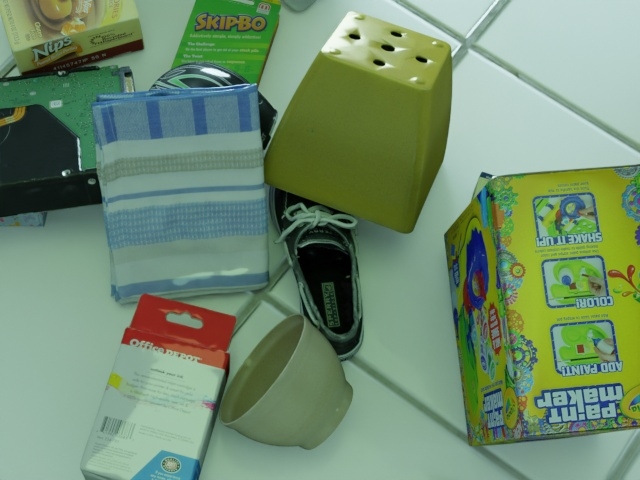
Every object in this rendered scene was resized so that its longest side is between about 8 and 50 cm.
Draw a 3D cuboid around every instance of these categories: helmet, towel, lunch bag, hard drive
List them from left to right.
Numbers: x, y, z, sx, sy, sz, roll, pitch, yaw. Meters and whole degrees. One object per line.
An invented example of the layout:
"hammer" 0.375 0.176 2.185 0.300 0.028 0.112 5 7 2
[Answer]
"hard drive" -0.406 -0.126 1.497 0.339 0.064 0.237 -10 44 -7
"lunch bag" -0.397 -0.060 1.511 0.071 0.053 0.083 -1 52 -2
"towel" -0.171 -0.053 1.420 0.209 0.285 0.034 -5 28 -6
"helmet" -0.153 -0.154 1.485 0.161 0.169 0.169 28 65 -13

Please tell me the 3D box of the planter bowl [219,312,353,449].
"planter bowl" -0.030 0.184 1.372 0.109 0.162 0.162 38 66 -14

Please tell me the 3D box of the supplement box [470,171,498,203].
"supplement box" 0.241 -0.034 1.530 0.083 0.056 0.083 17 66 4

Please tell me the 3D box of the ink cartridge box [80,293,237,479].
"ink cartridge box" -0.191 0.194 1.389 0.134 0.078 0.231 14 65 3

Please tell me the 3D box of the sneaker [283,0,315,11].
"sneaker" -0.107 -0.442 1.657 0.365 0.137 0.210 -16 64 -14

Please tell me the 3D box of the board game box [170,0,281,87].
"board game box" -0.145 -0.246 1.621 0.124 0.039 0.259 15 68 2

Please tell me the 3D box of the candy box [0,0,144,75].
"candy box" -0.389 -0.400 1.651 0.183 0.087 0.316 -17 66 -11

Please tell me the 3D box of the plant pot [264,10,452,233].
"plant pot" 0.066 -0.168 1.469 0.212 0.187 0.212 21 37 6

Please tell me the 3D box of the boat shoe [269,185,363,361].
"boat shoe" -0.004 0.001 1.474 0.113 0.105 0.306 -3 65 -5

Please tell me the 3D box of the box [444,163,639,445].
"box" 0.268 0.088 1.318 0.177 0.290 0.279 -5 78 -5
